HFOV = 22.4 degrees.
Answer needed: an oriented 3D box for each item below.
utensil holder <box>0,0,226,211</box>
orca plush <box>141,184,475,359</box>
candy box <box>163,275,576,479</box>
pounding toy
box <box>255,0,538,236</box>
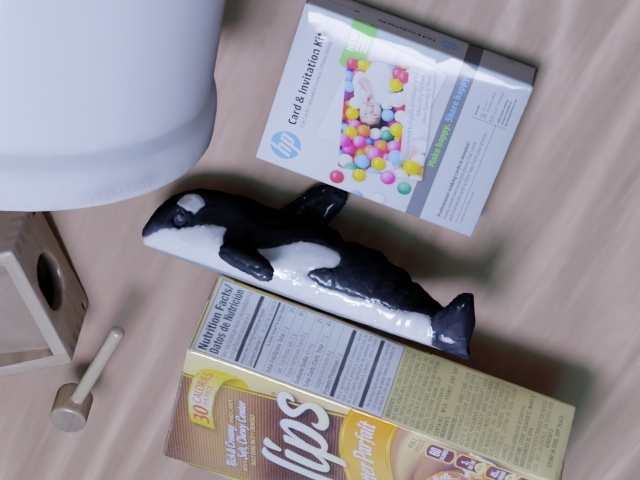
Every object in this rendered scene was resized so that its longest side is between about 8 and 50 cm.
[{"bbox_3d":[-0.202,-0.265,1.076,0.327,0.327,0.385,15,119,4],"label":"utensil holder"},{"bbox_3d":[0.000,0.000,1.305,0.287,0.151,0.102,17,85,30],"label":"orca plush"},{"bbox_3d":[0.035,0.162,1.372,0.316,0.087,0.183,19,142,1],"label":"candy box"},{"bbox_3d":[-0.250,0.067,1.419,0.181,0.094,0.206,-12,126,14],"label":"pounding toy"},{"bbox_3d":[0.058,-0.100,1.272,0.186,0.038,0.145,22,122,2],"label":"box"}]
